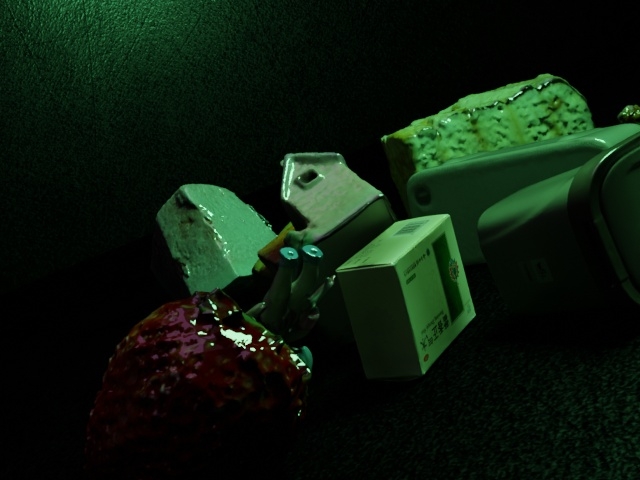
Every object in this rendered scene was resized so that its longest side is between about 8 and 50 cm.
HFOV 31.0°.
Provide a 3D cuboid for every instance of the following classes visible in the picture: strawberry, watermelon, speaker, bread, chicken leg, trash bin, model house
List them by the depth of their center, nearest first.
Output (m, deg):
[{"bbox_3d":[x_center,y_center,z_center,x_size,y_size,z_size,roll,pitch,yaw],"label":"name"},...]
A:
[{"bbox_3d":[-0.156,0.212,1.378,0.288,0.250,0.238,-44,51,-9],"label":"strawberry"},{"bbox_3d":[0.365,-0.009,1.535,0.219,0.219,0.250,-26,6,-36],"label":"trash bin"},{"bbox_3d":[0.000,0.000,1.796,0.202,0.237,0.237,-39,45,-7],"label":"model house"},{"bbox_3d":[0.363,-0.081,1.948,0.406,0.183,0.184,-10,9,40],"label":"speaker"},{"bbox_3d":[0.318,-0.176,2.282,0.395,0.239,0.264,-25,13,-11],"label":"bread"},{"bbox_3d":[-0.230,0.000,2.371,0.228,0.258,0.387,-28,17,-24],"label":"watermelon"},{"bbox_3d":[0.755,-0.298,2.506,0.251,0.107,0.087,-19,25,50],"label":"chicken leg"}]

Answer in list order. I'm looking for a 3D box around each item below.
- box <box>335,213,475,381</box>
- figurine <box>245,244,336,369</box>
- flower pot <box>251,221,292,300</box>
[{"bbox_3d":[0.123,0.077,1.605,0.095,0.168,0.212,-6,17,30],"label":"box"},{"bbox_3d":[-0.065,0.127,1.549,0.205,0.260,0.103,-17,46,-42],"label":"figurine"},{"bbox_3d":[-0.012,0.050,1.984,0.179,0.195,0.195,-37,17,-21],"label":"flower pot"}]
